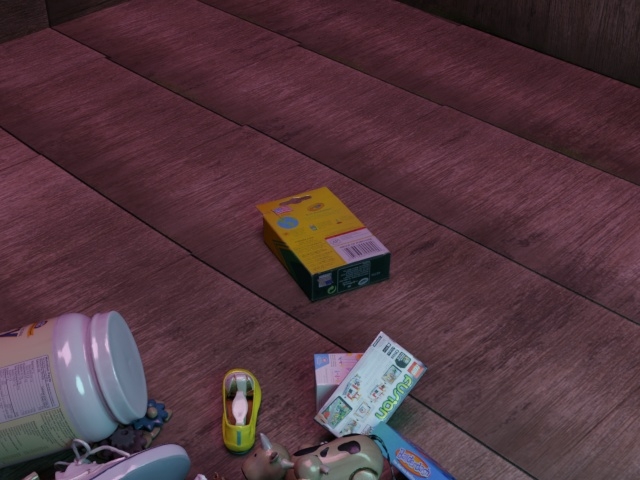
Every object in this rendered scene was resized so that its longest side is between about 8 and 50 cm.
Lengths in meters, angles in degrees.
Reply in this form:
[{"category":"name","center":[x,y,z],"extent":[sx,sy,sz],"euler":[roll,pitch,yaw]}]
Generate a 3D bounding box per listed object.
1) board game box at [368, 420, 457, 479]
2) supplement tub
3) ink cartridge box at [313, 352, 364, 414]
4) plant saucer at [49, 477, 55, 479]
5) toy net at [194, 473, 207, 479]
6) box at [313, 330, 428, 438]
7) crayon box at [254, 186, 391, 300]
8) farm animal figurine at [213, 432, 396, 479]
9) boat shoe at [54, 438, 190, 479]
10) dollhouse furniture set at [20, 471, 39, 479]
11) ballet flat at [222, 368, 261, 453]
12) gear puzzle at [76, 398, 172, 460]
[{"category":"board game box","center":[0.191,0.406,1.799],"extent":[0.047,0.160,0.210],"euler":[-51,50,-2]},{"category":"supplement tub","center":[-0.495,0.264,1.873],"extent":[0.325,0.235,0.235],"euler":[-16,35,3]},{"category":"ink cartridge box","center":[0.061,0.278,2.036],"extent":[0.143,0.089,0.092],"euler":[-2,35,-3]},{"category":"plant saucer","center":[-0.459,0.448,1.858],"extent":[0.084,0.013,0.083],"euler":[1,35,0]},{"category":"toy net","center":[-0.211,0.483,1.661],"extent":[0.122,0.232,0.045],"euler":[7,-9,44]},{"category":"box","center":[0.093,0.284,1.952],"extent":[0.114,0.036,0.207],"euler":[38,78,7]},{"category":"crayon box","center":[0.000,0.000,2.446],"extent":[0.202,0.081,0.318],"euler":[-15,38,-21]},{"category":"farm animal figurine","center":[-0.032,0.389,1.686],"extent":[0.327,0.172,0.330],"euler":[-14,5,-24]},{"category":"boat shoe","center":[-0.411,0.422,1.798],"extent":[0.367,0.135,0.156],"euler":[-28,48,-21]},{"category":"dollhouse furniture set","center":[-0.415,0.514,1.562],"extent":[0.212,0.242,0.161],"euler":[28,44,35]},{"category":"ballet flat","center":[-0.152,0.303,2.011],"extent":[0.077,0.077,0.231],"euler":[-2,35,-2]},{"category":"gear puzzle","center":[-0.463,0.319,2.017],"extent":[0.339,0.044,0.175],"euler":[13,37,19]}]
